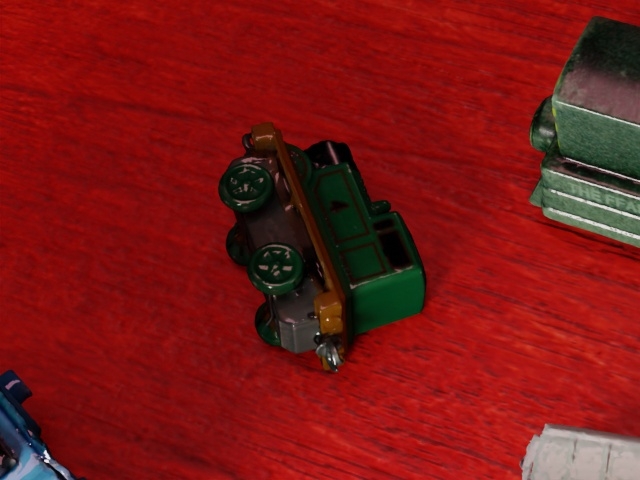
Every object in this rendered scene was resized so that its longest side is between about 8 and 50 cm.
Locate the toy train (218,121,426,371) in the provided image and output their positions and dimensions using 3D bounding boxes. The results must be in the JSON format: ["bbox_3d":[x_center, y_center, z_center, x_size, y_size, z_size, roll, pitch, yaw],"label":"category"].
[{"bbox_3d":[0.000,0.000,1.387,0.136,0.091,0.227,-14,55,-7],"label":"toy train"}]

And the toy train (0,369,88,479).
[{"bbox_3d":[-0.258,0.173,1.240,0.188,0.265,0.300,-40,60,-11],"label":"toy train"}]

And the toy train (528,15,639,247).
[{"bbox_3d":[0.303,-0.064,1.293,0.330,0.178,0.138,19,67,22],"label":"toy train"}]

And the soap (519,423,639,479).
[{"bbox_3d":[0.256,0.215,1.187,0.261,0.094,0.150,8,62,18],"label":"soap"}]
